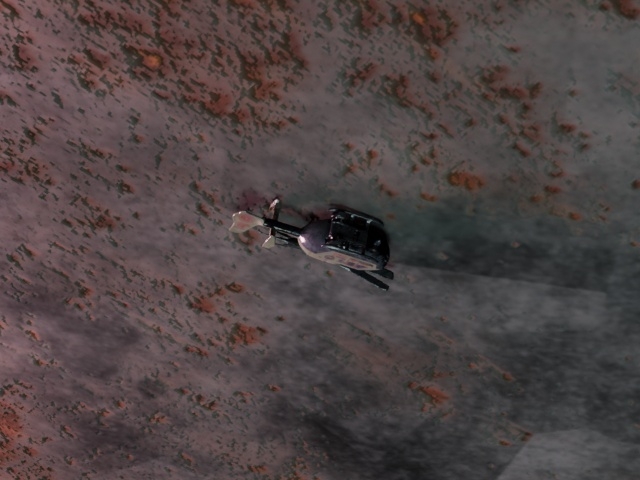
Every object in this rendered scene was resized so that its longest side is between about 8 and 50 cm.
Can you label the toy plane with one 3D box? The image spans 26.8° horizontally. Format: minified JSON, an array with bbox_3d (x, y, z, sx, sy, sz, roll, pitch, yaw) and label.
[{"bbox_3d":[0.000,0.000,0.888,0.121,0.031,0.049,19,151,-13],"label":"toy plane"}]
